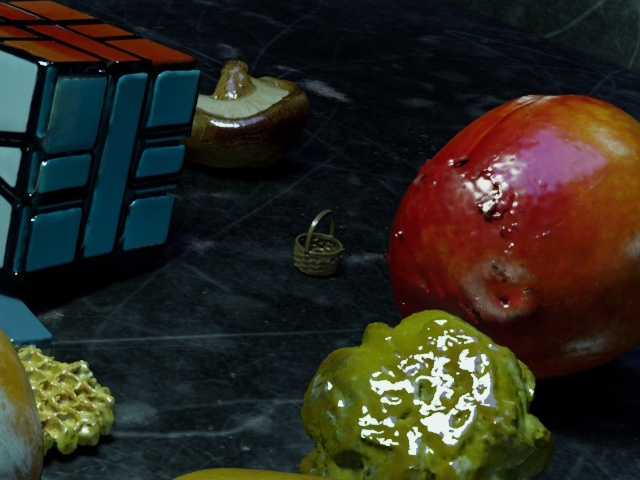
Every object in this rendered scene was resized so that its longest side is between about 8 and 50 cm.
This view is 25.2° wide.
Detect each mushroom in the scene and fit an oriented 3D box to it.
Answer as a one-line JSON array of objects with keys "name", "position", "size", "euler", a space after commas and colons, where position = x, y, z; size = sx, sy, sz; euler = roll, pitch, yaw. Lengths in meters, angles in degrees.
[{"name": "mushroom", "position": [-0.129, -0.172, 2.177], "size": [0.231, 0.138, 0.194], "euler": [-7, 41, -10]}]

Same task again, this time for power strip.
[{"name": "power strip", "position": [-0.350, 0.096, 1.611], "size": [0.056, 0.032, 0.123], "euler": [-7, 30, -35]}]

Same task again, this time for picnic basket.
[{"name": "picnic basket", "position": [0.000, 0.000, 1.896], "size": [0.072, 0.083, 0.072], "euler": [9, 24, -4]}]

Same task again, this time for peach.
[{"name": "peach", "position": [0.255, -0.006, 1.696], "size": [0.369, 0.370, 0.370], "euler": [9, 25, -4]}]

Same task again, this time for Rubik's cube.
[{"name": "Rubik's cube", "position": [-0.355, -0.127, 1.757], "size": [0.293, 0.289, 0.283], "euler": [23, 18, 31]}]

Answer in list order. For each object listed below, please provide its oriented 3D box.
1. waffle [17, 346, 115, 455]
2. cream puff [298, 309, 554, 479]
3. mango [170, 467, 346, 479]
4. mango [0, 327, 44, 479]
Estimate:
[{"name": "waffle", "position": [-0.301, 0.164, 1.478], "size": [0.191, 0.038, 0.191], "euler": [9, 25, -4]}, {"name": "cream puff", "position": [0.103, 0.187, 1.400], "size": [0.196, 0.244, 0.244], "euler": [32, 9, -38]}, {"name": "mango", "position": [-0.024, 0.292, 1.116], "size": [0.263, 0.221, 0.378], "euler": [-19, 27, -39]}, {"name": "mango", "position": [-0.401, 0.117, 1.289], "size": [0.221, 0.199, 0.384], "euler": [-35, 66, -22]}]
